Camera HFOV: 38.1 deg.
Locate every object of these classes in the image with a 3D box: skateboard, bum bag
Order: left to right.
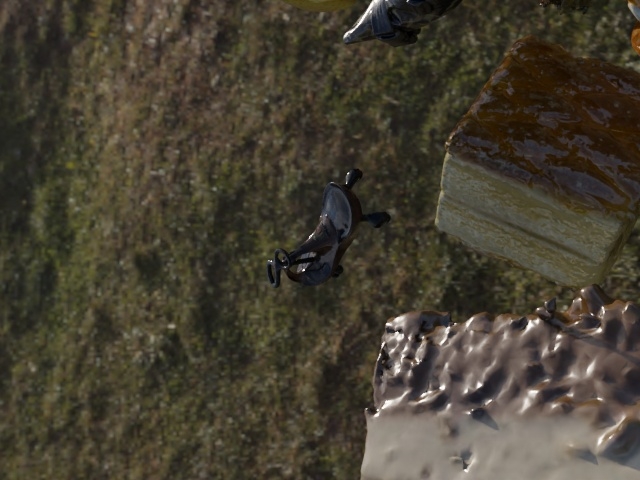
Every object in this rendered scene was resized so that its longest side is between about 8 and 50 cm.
[{"bbox_3d":[0.000,0.000,0.944,0.067,0.080,0.151,59,139,26],"label":"skateboard"},{"bbox_3d":[0.102,-0.249,0.926,0.248,0.102,0.069,-28,77,66],"label":"bum bag"}]

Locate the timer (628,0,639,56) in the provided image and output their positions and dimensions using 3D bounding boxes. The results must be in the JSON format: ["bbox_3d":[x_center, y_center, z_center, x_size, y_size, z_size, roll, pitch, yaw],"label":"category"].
[{"bbox_3d":[0.413,-0.293,1.140,0.132,0.152,0.132,-48,20,24],"label":"timer"}]

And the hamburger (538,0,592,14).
[{"bbox_3d":[0.345,-0.423,1.256,0.183,0.130,0.206,132,157,-82],"label":"hamburger"}]

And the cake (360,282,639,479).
[{"bbox_3d":[0.182,0.207,0.580,0.256,0.282,0.290,-9,60,44],"label":"cake"}]

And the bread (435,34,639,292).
[{"bbox_3d":[0.342,-0.110,1.332,0.279,0.279,0.207,24,146,15],"label":"bread"}]

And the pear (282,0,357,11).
[{"bbox_3d":[-0.001,-0.377,1.197,0.178,0.178,0.178,-7,82,53],"label":"pear"}]
